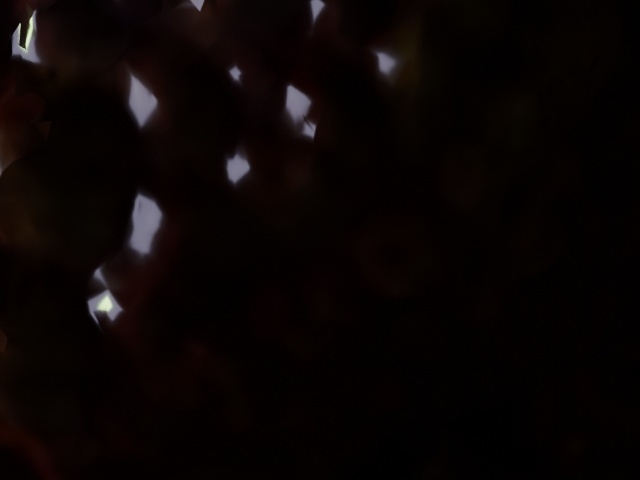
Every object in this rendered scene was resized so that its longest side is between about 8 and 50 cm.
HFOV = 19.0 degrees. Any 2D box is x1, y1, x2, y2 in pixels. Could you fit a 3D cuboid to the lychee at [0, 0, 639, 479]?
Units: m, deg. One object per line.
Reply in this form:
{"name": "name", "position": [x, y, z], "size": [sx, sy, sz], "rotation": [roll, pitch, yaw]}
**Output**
{"name": "lychee", "position": [0.000, 0.000, 0.457], "size": [0.330, 0.306, 0.306], "rotation": [-116, 31, -56]}
